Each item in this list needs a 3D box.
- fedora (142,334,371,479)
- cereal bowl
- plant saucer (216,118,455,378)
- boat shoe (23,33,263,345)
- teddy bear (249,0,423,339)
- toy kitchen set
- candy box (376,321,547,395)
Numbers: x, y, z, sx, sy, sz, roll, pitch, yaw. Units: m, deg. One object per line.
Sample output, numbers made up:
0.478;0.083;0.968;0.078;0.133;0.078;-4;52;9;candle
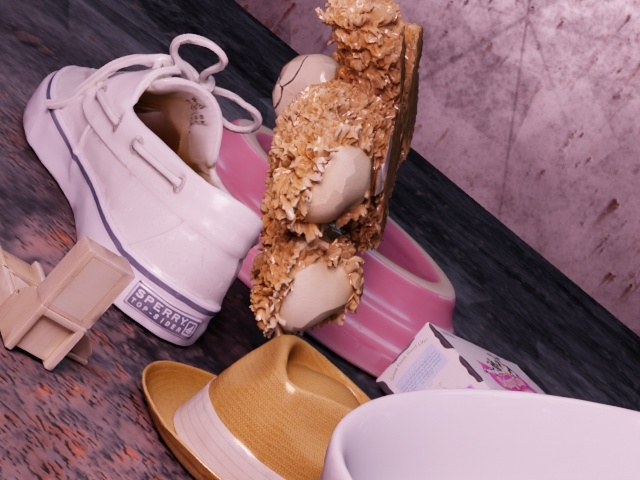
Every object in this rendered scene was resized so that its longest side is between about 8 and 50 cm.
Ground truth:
-0.015;0.111;1.050;0.194;0.079;0.194;37;11;-8;fedora
0.154;0.200;0.924;0.339;0.141;0.339;11;14;-3;cereal bowl
0.000;0.000;1.585;0.332;0.084;0.332;39;10;-8;plant saucer
-0.114;-0.077;1.291;0.136;0.156;0.367;35;11;-26;boat shoe
0.000;-0.063;1.326;0.113;0.245;0.338;9;45;6;teddy bear
-0.136;0.025;0.996;0.068;0.075;0.083;33;16;-36;toy kitchen set
0.162;0.169;1.453;0.196;0.070;0.165;47;13;35;candy box
